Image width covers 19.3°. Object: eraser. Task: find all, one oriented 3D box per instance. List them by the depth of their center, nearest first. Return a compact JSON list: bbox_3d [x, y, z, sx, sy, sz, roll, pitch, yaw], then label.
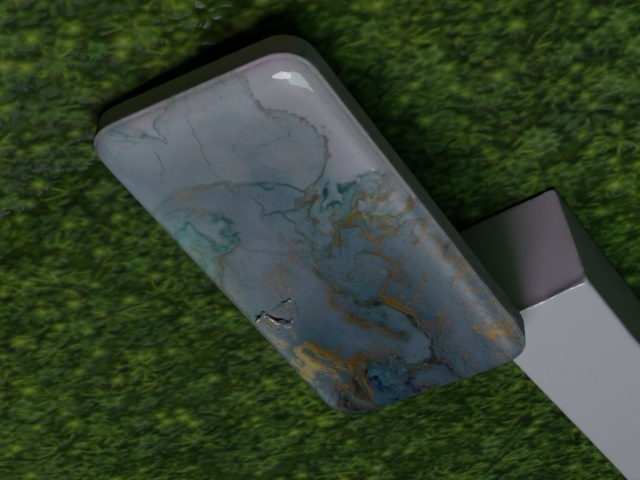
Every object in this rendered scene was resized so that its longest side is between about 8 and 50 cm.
[{"bbox_3d":[0.191,0.074,1.304,0.076,0.078,0.298,-26,145,15],"label":"eraser"}]

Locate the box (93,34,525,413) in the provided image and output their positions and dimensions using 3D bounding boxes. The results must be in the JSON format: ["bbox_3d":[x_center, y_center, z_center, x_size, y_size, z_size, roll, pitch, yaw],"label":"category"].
[{"bbox_3d":[0.000,0.000,1.102,0.142,0.044,0.285,-23,131,22],"label":"box"}]
